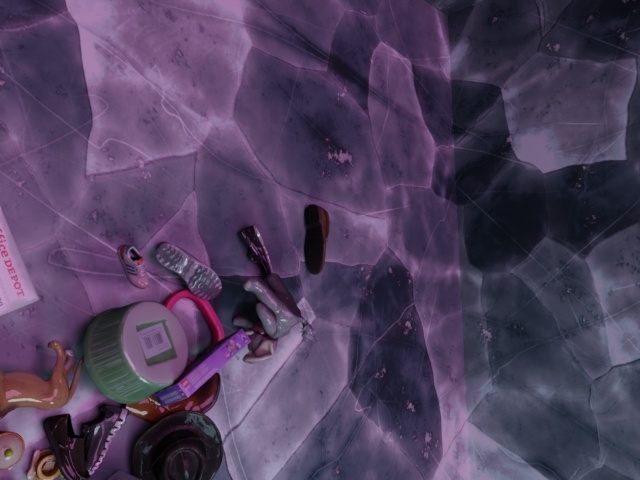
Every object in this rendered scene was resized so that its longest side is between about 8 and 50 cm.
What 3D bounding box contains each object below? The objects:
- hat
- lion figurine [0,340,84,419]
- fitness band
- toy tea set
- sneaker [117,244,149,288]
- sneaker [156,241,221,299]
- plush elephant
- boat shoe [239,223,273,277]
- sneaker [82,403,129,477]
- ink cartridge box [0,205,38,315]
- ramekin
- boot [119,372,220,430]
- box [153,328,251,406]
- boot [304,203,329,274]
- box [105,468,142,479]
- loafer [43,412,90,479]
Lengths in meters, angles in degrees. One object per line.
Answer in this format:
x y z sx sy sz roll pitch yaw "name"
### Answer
-0.438 0.729 1.753 0.331 0.134 0.331 -5 100 -31 "hat"
-0.802 0.400 1.468 0.392 0.142 0.240 6 61 -37 "lion figurine"
-0.452 0.312 1.915 0.209 0.054 0.291 -41 115 -40 "fitness band"
-0.801 0.648 1.473 0.336 0.124 0.200 41 58 -34 "toy tea set"
-0.600 0.086 1.778 0.057 0.075 0.161 -35 109 -42 "sneaker"
-0.452 0.092 1.898 0.105 0.115 0.281 -42 118 -3 "sneaker"
-0.205 0.312 2.043 0.330 0.255 0.272 49 11 4 "plush elephant"
-0.247 0.050 2.151 0.079 0.084 0.233 -23 112 -7 "boat shoe"
-0.681 0.598 1.638 0.106 0.078 0.234 36 65 -22 "sneaker"
-0.960 0.098 1.357 0.384 0.160 0.279 -26 103 -44 "ink cartridge box"
-0.550 0.331 1.671 0.303 0.148 0.303 43 34 -39 "ramekin"
-0.499 0.510 1.844 0.280 0.096 0.264 42 65 -25 "boot"
-0.384 0.415 1.784 0.057 0.201 0.293 54 47 -3 "box"
0.000 0.000 2.375 0.115 0.112 0.305 15 72 -54 "boot"
-0.544 0.846 1.629 0.126 0.231 0.262 -35 110 -42 "box"
-0.710 0.593 1.554 0.078 0.080 0.220 -28 87 -9 "loafer"
